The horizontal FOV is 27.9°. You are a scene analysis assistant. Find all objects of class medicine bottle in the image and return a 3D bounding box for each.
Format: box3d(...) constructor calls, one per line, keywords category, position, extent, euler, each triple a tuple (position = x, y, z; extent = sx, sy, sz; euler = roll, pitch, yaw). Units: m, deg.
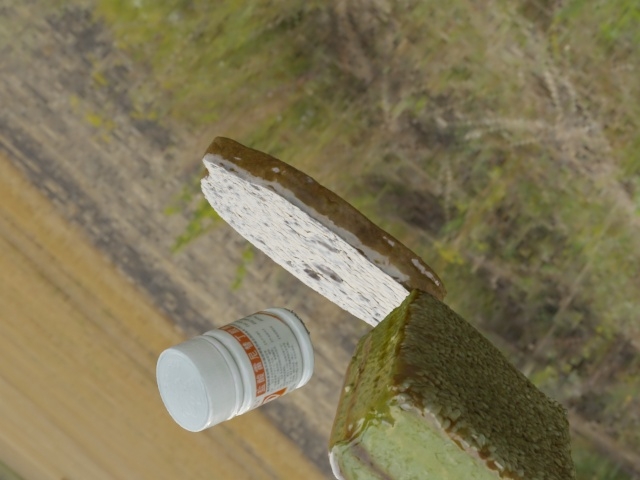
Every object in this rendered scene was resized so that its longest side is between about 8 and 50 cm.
box3d(category="medicine bottle", position=(-0.053, 0.080, 0.818), extent=(0.057, 0.089, 0.057), euler=(23, 122, 43))

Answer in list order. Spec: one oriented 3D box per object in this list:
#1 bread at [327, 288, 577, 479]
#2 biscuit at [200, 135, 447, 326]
box3d(category="bread", position=(0.102, 0.153, 0.995), extent=(0.184, 0.110, 0.234), euler=(39, -164, -3))
box3d(category="biscuit", position=(0.001, -0.001, 1.221), extent=(0.273, 0.049, 0.257), euler=(33, 166, 10))
